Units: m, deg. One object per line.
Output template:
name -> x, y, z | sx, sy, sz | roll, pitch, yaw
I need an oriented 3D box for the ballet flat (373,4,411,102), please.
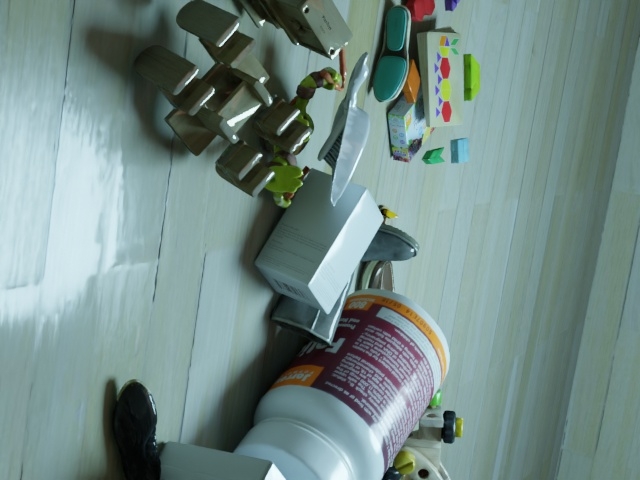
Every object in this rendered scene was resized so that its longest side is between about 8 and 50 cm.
ballet flat -> 0.128, -0.312, 1.938 | 0.052, 0.057, 0.168 | -1, 103, -74

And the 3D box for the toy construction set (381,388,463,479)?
toy construction set -> 0.116, 0.373, 2.002 | 0.309, 0.257, 0.237 | -20, 123, -57

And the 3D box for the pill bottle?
pill bottle -> 0.032, 0.270, 1.822 | 0.392, 0.224, 0.224 | -48, 142, -46

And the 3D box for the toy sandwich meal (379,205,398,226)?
toy sandwich meal -> 0.116, -0.023, 2.075 | 0.085, 0.029, 0.086 | -38, 135, -53

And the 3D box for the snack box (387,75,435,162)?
snack box -> 0.170, -0.222, 2.081 | 0.141, 0.037, 0.100 | -53, 143, -42

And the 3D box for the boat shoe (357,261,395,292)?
boat shoe -> 0.124, 0.152, 2.099 | 0.095, 0.095, 0.258 | -38, 134, -53

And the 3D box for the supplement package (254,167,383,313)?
supplement package -> 0.000, 0.000, 1.739 | 0.179, 0.105, 0.105 | -59, 149, -16

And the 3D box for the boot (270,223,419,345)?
boot -> 0.041, 0.066, 1.808 | 0.076, 0.189, 0.209 | 92, 16, -62

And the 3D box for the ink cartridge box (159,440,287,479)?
ink cartridge box -> -0.121, 0.435, 1.548 | 0.197, 0.198, 0.270 | -59, 133, -32

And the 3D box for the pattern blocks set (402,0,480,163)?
pattern blocks set -> 0.217, -0.297, 2.076 | 0.285, 0.026, 0.325 | 2, 90, -57

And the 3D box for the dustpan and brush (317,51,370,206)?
dustpan and brush -> 0.039, -0.170, 1.637 | 0.211, 0.060, 0.147 | -59, -163, 29

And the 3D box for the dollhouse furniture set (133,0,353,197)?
dollhouse furniture set -> -0.107, -0.223, 1.431 | 0.242, 0.161, 0.212 | -49, 139, -11

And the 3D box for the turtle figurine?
turtle figurine -> -0.037, -0.160, 1.617 | 0.217, 0.087, 0.270 | -70, -177, -72

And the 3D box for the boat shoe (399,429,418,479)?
boat shoe -> 0.172, 0.533, 2.411 | 0.104, 0.089, 0.285 | 15, 86, -38

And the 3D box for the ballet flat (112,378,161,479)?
ballet flat -> -0.238, 0.250, 1.480 | 0.049, 0.057, 0.173 | -115, -158, -60
